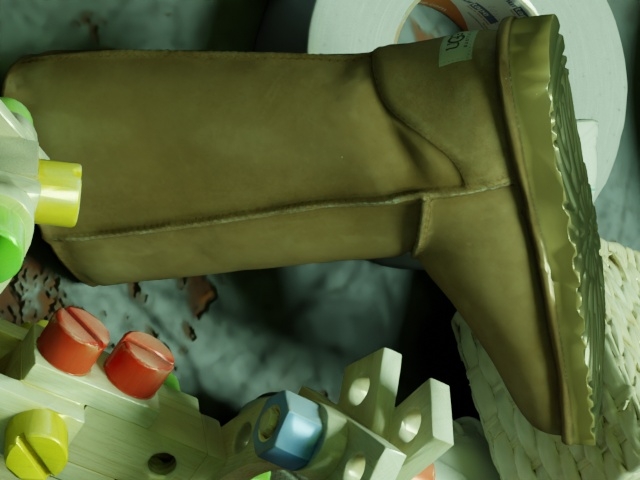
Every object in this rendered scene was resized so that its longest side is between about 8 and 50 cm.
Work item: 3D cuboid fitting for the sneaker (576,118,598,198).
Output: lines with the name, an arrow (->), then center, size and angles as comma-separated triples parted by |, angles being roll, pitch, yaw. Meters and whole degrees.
sneaker -> 0.094, -0.030, 0.782 | 0.152, 0.054, 0.061 | -9, 95, -28

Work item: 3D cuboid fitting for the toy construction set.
toy construction set -> -0.107, 0.053, 0.666 | 0.328, 0.151, 0.215 | 31, 110, -10

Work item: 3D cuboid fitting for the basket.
basket -> 0.156, 0.090, 0.810 | 0.103, 0.113, 0.167 | 20, 41, -37

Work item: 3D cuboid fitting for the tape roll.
tape roll -> 0.073, -0.092, 0.844 | 0.219, 0.072, 0.219 | 2, 87, -29

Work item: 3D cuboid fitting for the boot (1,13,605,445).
boot -> 0.000, 0.000, 0.721 | 0.089, 0.270, 0.236 | -58, 140, -59

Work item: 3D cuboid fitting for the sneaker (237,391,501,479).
sneaker -> 0.058, 0.142, 0.826 | 0.258, 0.094, 0.091 | 36, 56, -28
